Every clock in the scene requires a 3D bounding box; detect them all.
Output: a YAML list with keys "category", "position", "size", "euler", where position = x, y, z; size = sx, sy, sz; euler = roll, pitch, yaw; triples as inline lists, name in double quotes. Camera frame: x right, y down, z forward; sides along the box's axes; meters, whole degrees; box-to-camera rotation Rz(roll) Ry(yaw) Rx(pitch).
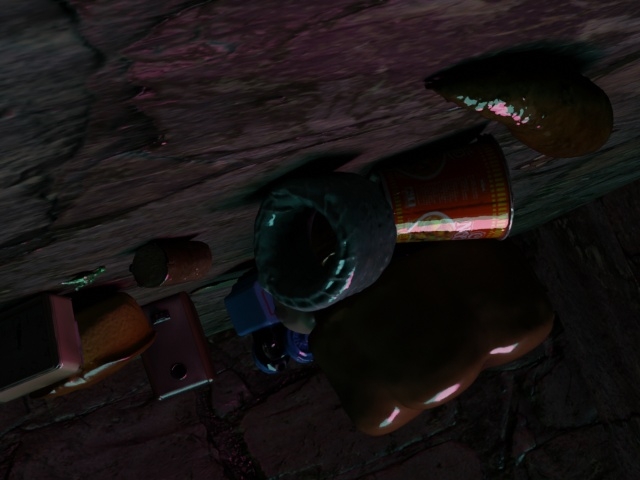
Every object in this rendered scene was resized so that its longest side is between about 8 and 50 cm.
- category: "clock"
  position: [-0.524, 0.189, 1.564]
  size: [0.192, 0.147, 0.071]
  euler: [-22, 158, 18]

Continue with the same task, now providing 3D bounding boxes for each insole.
- category: "insole"
  position: [-0.198, 0.104, 2.319]
  size: [0.119, 0.009, 0.348]
  euler: [-26, 171, 40]

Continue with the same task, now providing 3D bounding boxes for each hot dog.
- category: "hot dog"
  position: [0.095, -0.015, 1.675]
  size: [0.272, 0.122, 0.196]
  euler: [-11, -168, -27]

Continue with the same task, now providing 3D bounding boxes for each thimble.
- category: "thimble"
  position: [0.000, 0.000, 1.378]
  size: [0.235, 0.198, 0.143]
  euler: [-47, 163, 32]

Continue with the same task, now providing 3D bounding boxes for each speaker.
- category: "speaker"
  position: [-0.364, 0.266, 2.201]
  size: [0.153, 0.230, 0.192]
  euler: [-19, 173, -6]

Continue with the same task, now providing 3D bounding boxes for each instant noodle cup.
- category: "instant noodle cup"
  position: [0.199, -0.077, 1.521]
  size: [0.212, 0.193, 0.193]
  euler: [-9, 171, -8]

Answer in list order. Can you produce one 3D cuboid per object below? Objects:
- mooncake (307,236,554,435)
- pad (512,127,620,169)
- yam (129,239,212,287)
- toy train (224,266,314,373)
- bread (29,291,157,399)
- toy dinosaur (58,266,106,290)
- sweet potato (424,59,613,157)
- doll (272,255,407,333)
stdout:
- category: "mooncake"
  position: [0.218, 0.174, 1.723]
  size: [0.467, 0.262, 0.467]
  euler: [-31, 169, -7]
- category: "pad"
  position: [0.586, -0.217, 2.108]
  size: [0.235, 0.003, 0.158]
  euler: [-26, 171, 36]
- category: "yam"
  position: [-0.249, 0.039, 1.490]
  size: [0.084, 0.084, 0.127]
  euler: [-24, 168, 29]
- category: "toy train"
  position: [-0.065, 0.165, 2.131]
  size: [0.300, 0.265, 0.188]
  euler: [-19, 175, -41]
- category: "bread"
  position: [-0.455, 0.206, 1.713]
  size: [0.270, 0.148, 0.270]
  euler: [-24, -172, 4]
- category: "toy dinosaur"
  position: [-0.397, 0.063, 1.488]
  size: [0.062, 0.021, 0.083]
  euler: [-29, 174, 14]
- category: "sweet potato"
  position: [0.303, -0.184, 1.219]
  size: [0.130, 0.130, 0.423]
  euler: [-26, 164, 36]
- category: "doll"
  position: [0.036, 0.068, 1.915]
  size: [0.226, 0.215, 0.370]
  euler: [-26, 172, 37]
